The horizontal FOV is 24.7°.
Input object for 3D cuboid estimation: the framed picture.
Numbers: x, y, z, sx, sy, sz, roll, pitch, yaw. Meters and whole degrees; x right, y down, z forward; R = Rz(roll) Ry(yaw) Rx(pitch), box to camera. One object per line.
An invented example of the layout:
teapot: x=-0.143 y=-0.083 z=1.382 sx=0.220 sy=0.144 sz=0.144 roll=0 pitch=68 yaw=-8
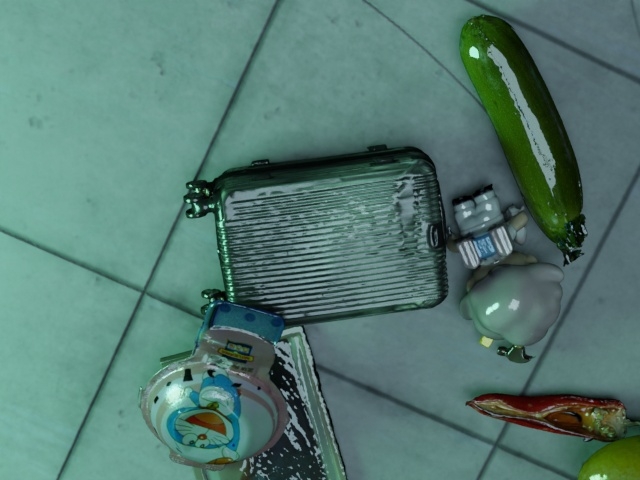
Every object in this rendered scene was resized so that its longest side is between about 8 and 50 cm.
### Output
framed picture: x=-0.079 y=0.250 z=1.885 sx=0.192 sy=0.018 sz=0.265 roll=-16 pitch=103 yaw=-1

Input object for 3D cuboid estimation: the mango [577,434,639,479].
mango: x=0.495 y=0.371 z=1.849 sx=0.384 sy=0.199 sz=0.221 roll=32 pitch=138 yaw=-5

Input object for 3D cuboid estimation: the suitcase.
suitcase: x=0.000 y=0.000 z=1.775 sx=0.312 sy=0.128 sz=0.202 roll=-7 pitch=105 yaw=-2

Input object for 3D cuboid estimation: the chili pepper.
chili pepper: x=0.315 y=0.227 z=1.884 sx=0.268 sy=0.050 sz=0.059 roll=6 pitch=82 yaw=-3

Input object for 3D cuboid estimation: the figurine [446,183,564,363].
figurine: x=0.229 y=0.046 z=1.814 sx=0.137 sy=0.112 sz=0.229 roll=-21 pitch=93 yaw=7

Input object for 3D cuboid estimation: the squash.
squash: x=0.258 y=-0.124 z=1.784 sx=0.087 sy=0.087 sz=0.331 roll=-24 pitch=100 yaw=2

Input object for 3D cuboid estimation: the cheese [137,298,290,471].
cheese: x=-0.121 y=0.182 z=1.783 sx=0.189 sy=0.074 sz=0.286 roll=15 pitch=128 yaw=-9
